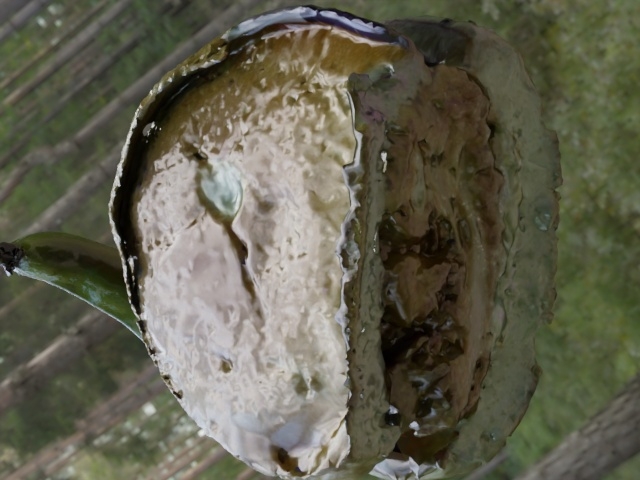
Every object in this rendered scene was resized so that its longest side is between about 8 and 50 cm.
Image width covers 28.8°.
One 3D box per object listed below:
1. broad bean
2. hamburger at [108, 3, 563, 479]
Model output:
[{"bbox_3d":[-0.164,0.051,1.101,0.325,0.067,0.075,25,-137,-26],"label":"broad bean"},{"bbox_3d":[0.000,0.000,0.859,0.277,0.318,0.195,10,-173,44],"label":"hamburger"}]
